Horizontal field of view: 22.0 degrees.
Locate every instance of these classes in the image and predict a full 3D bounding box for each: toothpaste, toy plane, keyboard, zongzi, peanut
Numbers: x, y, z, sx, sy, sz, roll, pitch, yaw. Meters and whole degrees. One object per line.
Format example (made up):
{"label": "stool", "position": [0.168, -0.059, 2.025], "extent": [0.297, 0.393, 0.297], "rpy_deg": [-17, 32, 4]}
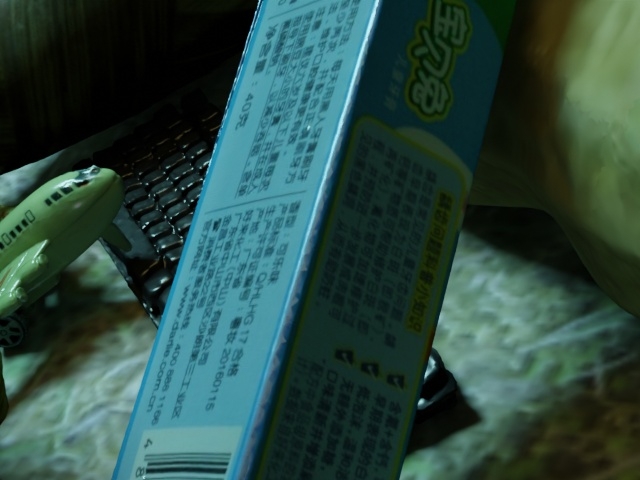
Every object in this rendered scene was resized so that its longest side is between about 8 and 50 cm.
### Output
{"label": "toothpaste", "position": [0.000, 0.000, 0.449], "extent": [0.065, 0.050, 0.266], "rpy_deg": [-13, 56, 53]}
{"label": "toy plane", "position": [-0.112, 0.009, 0.604], "extent": [0.111, 0.040, 0.102], "rpy_deg": [-30, 33, 19]}
{"label": "keyboard", "position": [-0.032, 0.008, 0.587], "extent": [0.072, 0.023, 0.231], "rpy_deg": [-29, 36, -9]}
{"label": "zongzi", "position": [-0.059, -0.104, 0.625], "extent": [0.248, 0.111, 0.241], "rpy_deg": [-23, 25, 45]}
{"label": "peanut", "position": [0.101, -0.049, 0.512], "extent": [0.130, 0.130, 0.290], "rpy_deg": [-31, 30, -15]}

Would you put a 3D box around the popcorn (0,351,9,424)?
{"label": "popcorn", "position": [-0.198, 0.042, 0.473], "extent": [0.212, 0.259, 0.259], "rpy_deg": [26, 52, 17]}
